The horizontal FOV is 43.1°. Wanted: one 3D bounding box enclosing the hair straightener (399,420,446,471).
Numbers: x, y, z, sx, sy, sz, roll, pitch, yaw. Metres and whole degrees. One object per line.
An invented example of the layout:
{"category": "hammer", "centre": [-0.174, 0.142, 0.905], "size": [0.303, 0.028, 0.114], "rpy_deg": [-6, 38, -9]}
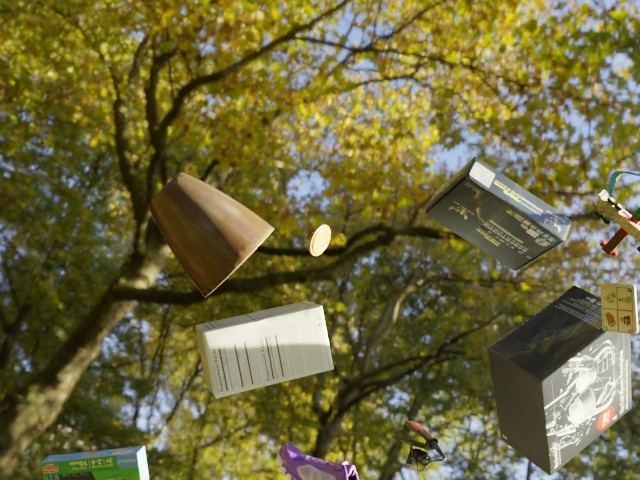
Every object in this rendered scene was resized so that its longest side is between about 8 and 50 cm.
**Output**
{"category": "hair straightener", "centre": [0.218, 0.452, 1.741], "size": [0.047, 0.089, 0.230], "rpy_deg": [20, -5, -12]}

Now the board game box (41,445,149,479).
{"category": "board game box", "centre": [-0.342, 0.438, 1.277], "size": [0.160, 0.212, 0.039], "rpy_deg": [-7, 5, 6]}

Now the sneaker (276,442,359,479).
{"category": "sneaker", "centre": [0.018, 0.478, 1.634], "size": [0.236, 0.105, 0.095], "rpy_deg": [36, 11, 23]}

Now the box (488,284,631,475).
{"category": "box", "centre": [0.608, 0.350, 2.036], "size": [0.179, 0.312, 0.343], "rpy_deg": [34, -32, 49]}

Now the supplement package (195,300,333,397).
{"category": "supplement package", "centre": [-0.117, 0.215, 1.639], "size": [0.244, 0.134, 0.139], "rpy_deg": [-11, 3, -14]}

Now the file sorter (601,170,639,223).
{"category": "file sorter", "centre": [0.630, -0.080, 1.621], "size": [0.118, 0.105, 0.170], "rpy_deg": [14, 9, 15]}

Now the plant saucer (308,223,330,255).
{"category": "plant saucer", "centre": [0.000, 0.000, 2.045], "size": [0.013, 0.083, 0.083], "rpy_deg": [23, -25, 30]}

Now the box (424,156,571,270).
{"category": "box", "centre": [0.346, -0.047, 1.604], "size": [0.232, 0.059, 0.183], "rpy_deg": [33, -27, -5]}

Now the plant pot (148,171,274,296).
{"category": "plant pot", "centre": [-0.257, -0.033, 1.778], "size": [0.230, 0.215, 0.215], "rpy_deg": [46, -36, -5]}

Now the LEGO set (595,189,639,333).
{"category": "LEGO set", "centre": [0.487, 0.016, 1.146], "size": [0.182, 0.060, 0.244], "rpy_deg": [2, -72, 38]}
